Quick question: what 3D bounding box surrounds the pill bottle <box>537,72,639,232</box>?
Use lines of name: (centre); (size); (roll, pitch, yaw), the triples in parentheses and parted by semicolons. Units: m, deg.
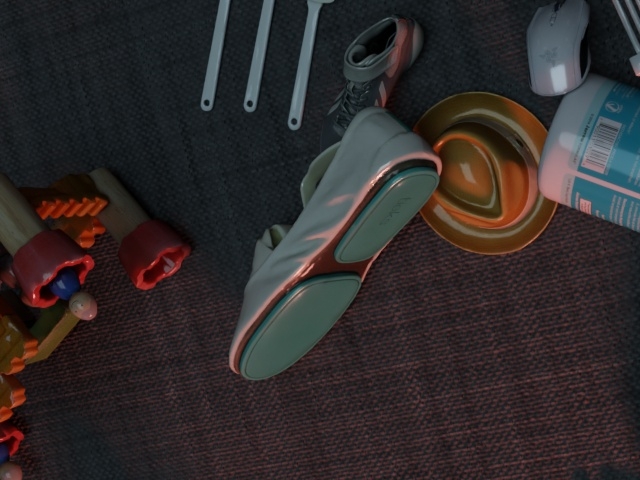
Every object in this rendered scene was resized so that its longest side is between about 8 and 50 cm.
pill bottle: (0.374, -0.071, 1.543); (0.264, 0.146, 0.146); (22, 105, 17)

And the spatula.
spatula: (-0.065, -0.261, 1.757); (0.168, 0.019, 0.242); (15, 103, 18)

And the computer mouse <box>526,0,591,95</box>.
computer mouse: (0.257, -0.236, 1.561); (0.106, 0.193, 0.042); (-8, 140, 22)

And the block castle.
block castle: (-0.390, 0.131, 1.794); (0.453, 0.303, 0.213); (-47, 74, 21)

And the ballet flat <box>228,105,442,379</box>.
ballet flat: (0.000, 0.000, 1.707); (0.139, 0.139, 0.400); (44, 125, 10)

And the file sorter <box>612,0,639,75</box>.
file sorter: (0.392, -0.277, 1.439); (0.192, 0.277, 0.173); (-25, 84, 23)

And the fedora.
fedora: (0.177, -0.074, 1.656); (0.194, 0.079, 0.194); (3, 100, 21)

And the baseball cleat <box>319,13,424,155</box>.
baseball cleat: (0.041, -0.172, 1.679); (0.072, 0.109, 0.206); (34, 105, 25)
